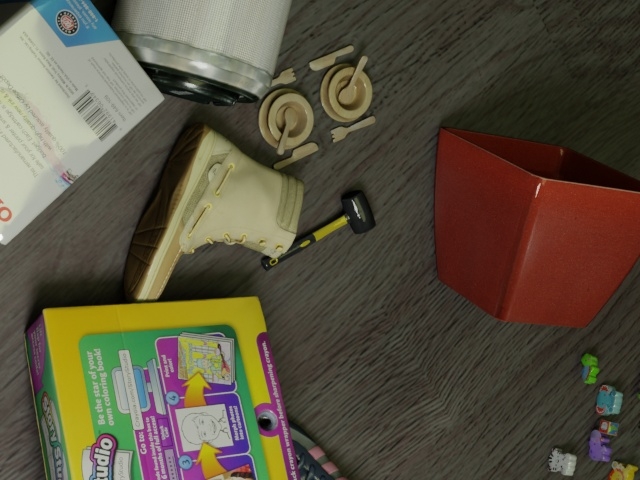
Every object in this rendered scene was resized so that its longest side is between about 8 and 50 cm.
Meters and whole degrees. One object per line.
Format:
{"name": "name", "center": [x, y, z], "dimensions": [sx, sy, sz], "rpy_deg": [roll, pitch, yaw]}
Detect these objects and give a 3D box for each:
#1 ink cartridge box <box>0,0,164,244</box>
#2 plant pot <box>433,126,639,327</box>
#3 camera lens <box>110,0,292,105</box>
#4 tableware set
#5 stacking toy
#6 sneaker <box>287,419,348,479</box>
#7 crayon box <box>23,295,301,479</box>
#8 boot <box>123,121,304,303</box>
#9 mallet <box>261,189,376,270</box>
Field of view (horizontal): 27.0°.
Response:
{"name": "ink cartridge box", "center": [-0.377, -0.162, 1.620], "dimensions": [0.270, 0.197, 0.198], "rpy_deg": [-45, 116, -18]}
{"name": "plant pot", "center": [0.322, -0.011, 2.033], "dimensions": [0.267, 0.267, 0.236], "rpy_deg": [7, 107, -31]}
{"name": "camera lens", "center": [-0.146, -0.322, 1.722], "dimensions": [0.219, 0.219, 0.274], "rpy_deg": [14, 89, -31]}
{"name": "tableware set", "center": [-0.001, -0.195, 1.929], "dimensions": [0.194, 0.039, 0.128], "rpy_deg": [-27, 109, -25]}
{"name": "stacking toy", "center": [0.485, 0.311, 2.280], "dimensions": [0.167, 0.052, 0.221], "rpy_deg": [16, 86, -33]}
{"name": "sneaker", "center": [-0.002, 0.365, 1.950], "dimensions": [0.112, 0.131, 0.319], "rpy_deg": [-51, 117, -15]}
{"name": "crayon box", "center": [-0.200, 0.265, 1.748], "dimensions": [0.313, 0.106, 0.363], "rpy_deg": [-3, 68, -29]}
{"name": "boot", "center": [-0.143, -0.005, 1.843], "dimensions": [0.203, 0.095, 0.262], "rpy_deg": [28, 79, -31]}
{"name": "mallet", "center": [0.000, 0.000, 1.961], "dimensions": [0.189, 0.039, 0.062], "rpy_deg": [-37, 110, -17]}
